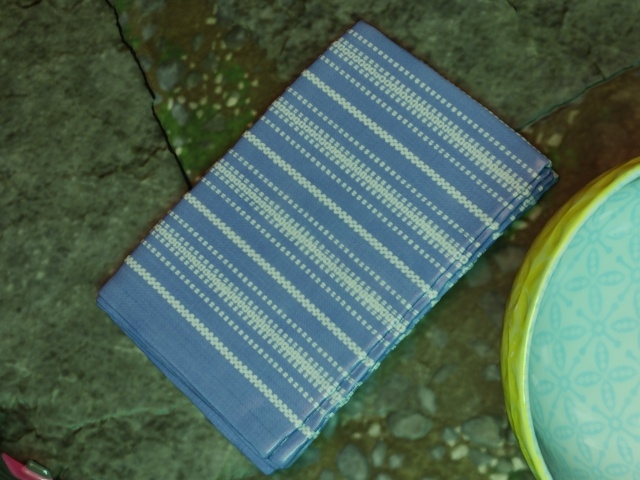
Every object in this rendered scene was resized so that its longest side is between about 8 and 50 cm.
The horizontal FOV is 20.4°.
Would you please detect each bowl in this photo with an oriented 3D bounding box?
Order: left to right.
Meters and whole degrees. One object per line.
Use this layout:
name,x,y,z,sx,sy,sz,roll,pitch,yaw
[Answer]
bowl,0.237,0.067,1.243,0.289,0.289,0.156,-52,20,-6

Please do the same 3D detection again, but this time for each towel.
towel,0.000,0.000,1.449,0.336,0.040,0.243,-46,60,-5

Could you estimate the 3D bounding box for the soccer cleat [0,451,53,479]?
soccer cleat,-0.275,0.234,1.418,0.331,0.116,0.143,40,117,20
